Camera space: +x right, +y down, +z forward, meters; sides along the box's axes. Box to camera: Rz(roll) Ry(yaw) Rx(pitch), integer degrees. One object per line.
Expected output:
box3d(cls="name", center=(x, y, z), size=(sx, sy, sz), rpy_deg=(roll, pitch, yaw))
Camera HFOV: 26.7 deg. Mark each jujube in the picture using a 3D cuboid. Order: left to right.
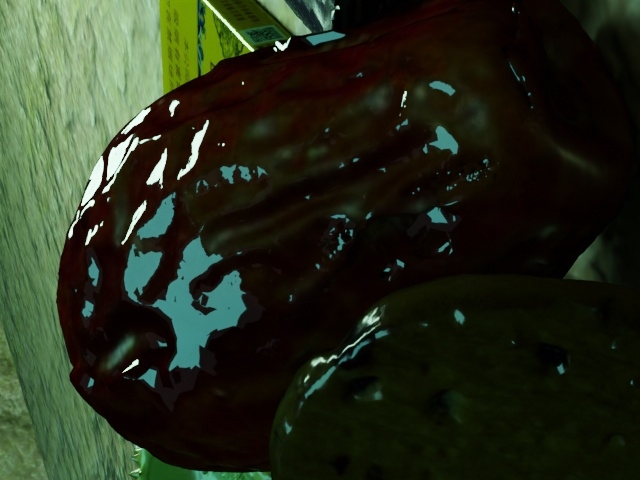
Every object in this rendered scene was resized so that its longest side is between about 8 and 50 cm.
box3d(cls="jujube", center=(0.000, 0.000, 0.607), size=(0.290, 0.197, 0.197), rpy_deg=(-32, 70, 35))

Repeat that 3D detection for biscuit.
box3d(cls="biscuit", center=(0.086, 0.095, 0.527), size=(0.036, 0.212, 0.212), rpy_deg=(-77, -9, -53))

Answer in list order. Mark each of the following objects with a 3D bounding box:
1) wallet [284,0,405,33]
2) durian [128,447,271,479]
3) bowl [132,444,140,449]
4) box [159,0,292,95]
box3d(cls="wallet", center=(0.009, -0.235, 0.686), size=(0.221, 0.071, 0.262), rpy_deg=(-119, 28, -47))
box3d(cls="durian", center=(-0.026, 0.106, 0.824), size=(0.200, 0.176, 0.237), rpy_deg=(-26, 77, 64))
box3d(cls="bowl", center=(-0.105, 0.100, 1.124), size=(0.211, 0.112, 0.211), rpy_deg=(166, 90, -71))
box3d(cls="box", center=(-0.055, -0.097, 0.969), size=(0.279, 0.041, 0.153), rpy_deg=(-130, 33, -50))
